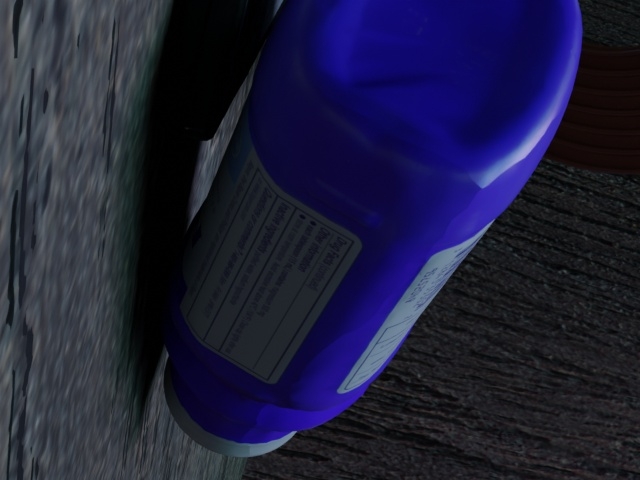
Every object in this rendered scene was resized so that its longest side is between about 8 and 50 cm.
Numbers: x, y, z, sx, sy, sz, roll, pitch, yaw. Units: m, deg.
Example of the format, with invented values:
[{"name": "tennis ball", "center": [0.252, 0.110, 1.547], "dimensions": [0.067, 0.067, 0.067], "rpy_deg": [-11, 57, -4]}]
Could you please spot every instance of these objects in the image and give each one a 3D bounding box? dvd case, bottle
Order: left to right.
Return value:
[{"name": "dvd case", "center": [-0.004, -0.160, 0.580], "dimensions": [0.253, 0.022, 0.180], "rpy_deg": [-72, 178, -64]}, {"name": "bottle", "center": [0.000, 0.000, 0.618], "dimensions": [0.118, 0.092, 0.283], "rpy_deg": [-60, 180, -31]}]

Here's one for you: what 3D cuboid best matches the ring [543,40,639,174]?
[{"name": "ring", "center": [0.127, -0.196, 0.757], "dimensions": [0.032, 0.336, 0.337], "rpy_deg": [-12, 127, -41]}]
